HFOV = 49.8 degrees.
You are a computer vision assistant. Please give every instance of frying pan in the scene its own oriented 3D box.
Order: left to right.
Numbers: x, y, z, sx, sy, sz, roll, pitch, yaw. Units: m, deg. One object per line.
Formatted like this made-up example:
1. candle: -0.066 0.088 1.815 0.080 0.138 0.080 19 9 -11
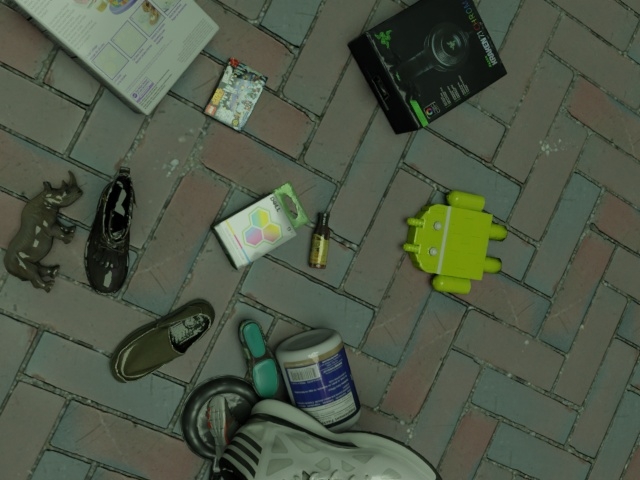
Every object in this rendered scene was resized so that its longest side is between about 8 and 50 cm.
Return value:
1. frying pan: -0.244 0.455 1.524 0.197 0.053 0.326 32 81 -17

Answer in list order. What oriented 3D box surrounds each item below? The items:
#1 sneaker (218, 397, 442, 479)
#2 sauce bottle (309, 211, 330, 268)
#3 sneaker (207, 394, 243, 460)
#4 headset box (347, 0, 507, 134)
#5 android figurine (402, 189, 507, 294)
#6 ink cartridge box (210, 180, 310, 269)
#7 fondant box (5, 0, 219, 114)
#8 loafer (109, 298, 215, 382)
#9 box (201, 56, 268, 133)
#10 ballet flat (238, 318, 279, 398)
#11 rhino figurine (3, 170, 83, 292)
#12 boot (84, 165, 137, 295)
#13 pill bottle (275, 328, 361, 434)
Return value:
1. sneaker: 0.003 0.494 1.352 0.257 0.448 0.169 -46 144 -51
2. sauce bottle: 0.000 0.000 1.571 0.042 0.042 0.128 6 90 -18
3. sneaker: -0.199 0.406 1.490 0.065 0.061 0.157 -13 97 -44
4. headset box: 0.234 -0.410 1.570 0.283 0.131 0.246 -33 103 -13
5. android figurine: 0.324 0.003 1.671 0.273 0.056 0.248 11 91 -20
6. ink cartridge box: -0.124 -0.035 1.516 0.209 0.062 0.109 -31 102 -14
7. fondant box: -0.399 -0.443 1.343 0.330 0.096 0.238 42 81 -31
8. loafer: -0.332 0.211 1.452 0.251 0.087 0.094 -37 104 -12
9. box: -0.185 -0.314 1.493 0.094 0.027 0.137 26 86 -17
10. ballet flat: -0.139 0.259 1.533 0.070 0.070 0.188 -15 103 -17
11. rhino figurine: -0.545 -0.027 1.374 0.106 0.073 0.243 22 85 -21
12. boot: -0.407 -0.010 1.337 0.091 0.229 0.262 6 92 -19
13. pill bottle: 0.004 0.343 1.539 0.153 0.153 0.264 -18 100 -16
